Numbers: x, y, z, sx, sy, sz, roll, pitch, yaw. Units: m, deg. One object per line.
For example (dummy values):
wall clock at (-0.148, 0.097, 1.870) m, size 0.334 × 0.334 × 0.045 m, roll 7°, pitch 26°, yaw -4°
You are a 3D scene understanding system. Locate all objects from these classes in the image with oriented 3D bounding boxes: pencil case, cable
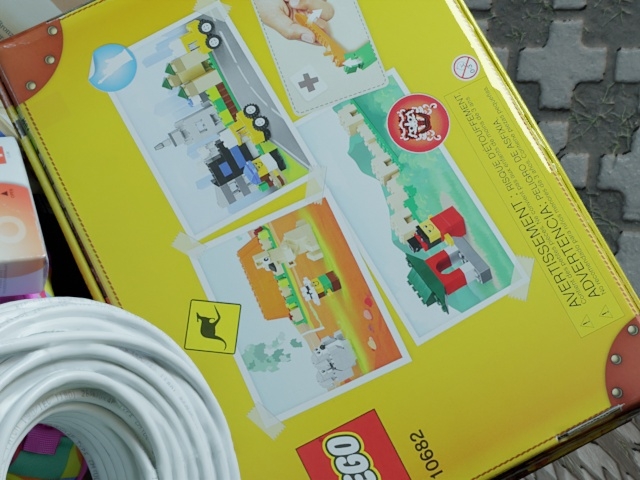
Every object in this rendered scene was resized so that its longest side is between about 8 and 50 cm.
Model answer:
pencil case at (-0.235, 0.086, 0.983) m, size 0.104 × 0.104 × 0.236 m, roll 33°, pitch 24°, yaw -42°
cable at (-0.167, 0.164, 0.831) m, size 0.257 × 0.089 × 0.257 m, roll -25°, pitch 95°, yaw -46°

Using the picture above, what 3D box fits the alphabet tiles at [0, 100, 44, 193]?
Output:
alphabet tiles at (-0.351, -0.167, 1.284) m, size 0.342 × 0.011 × 0.285 m, roll 45°, pitch 13°, yaw 9°

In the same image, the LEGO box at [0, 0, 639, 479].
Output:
LEGO box at (0.000, 0.000, 1.099) m, size 0.500 × 0.372 × 0.193 m, roll 63°, pitch -6°, yaw 14°

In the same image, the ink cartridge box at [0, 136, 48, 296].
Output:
ink cartridge box at (-0.303, -0.017, 0.974) m, size 0.179 × 0.045 × 0.145 m, roll -2°, pitch 43°, yaw -24°

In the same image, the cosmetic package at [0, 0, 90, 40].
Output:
cosmetic package at (-0.247, -0.313, 1.489) m, size 0.153 × 0.296 × 0.129 m, roll 41°, pitch 17°, yaw -21°

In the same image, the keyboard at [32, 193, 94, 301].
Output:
keyboard at (-0.255, -0.031, 1.311) m, size 0.201 × 0.033 × 0.317 m, roll 15°, pitch 37°, yaw -52°
